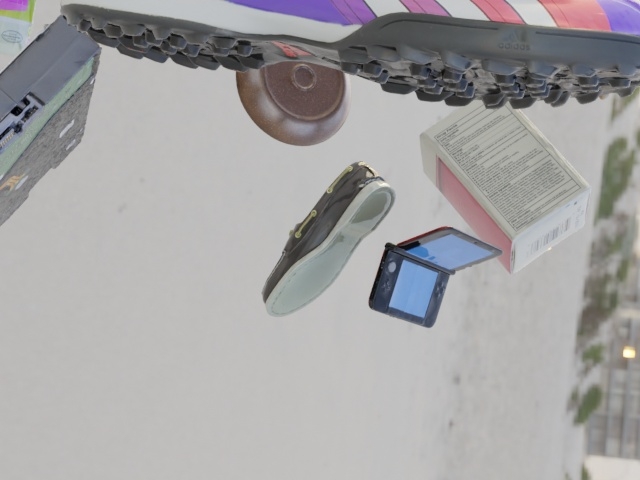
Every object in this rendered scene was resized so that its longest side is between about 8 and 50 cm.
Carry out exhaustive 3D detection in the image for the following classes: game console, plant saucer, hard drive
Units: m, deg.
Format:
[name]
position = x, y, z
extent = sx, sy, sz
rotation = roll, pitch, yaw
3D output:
[game console]
position = 0.144, 0.048, 1.499
extent = 0.144, 0.085, 0.124
rotation = 21, 85, -49
[plant saucer]
position = -0.032, -0.244, 1.844
extent = 0.036, 0.198, 0.199
rotation = -22, -122, 60
[hard drive]
position = -0.351, -0.095, 1.334
extent = 0.237, 0.064, 0.339
rotation = -51, -176, -18

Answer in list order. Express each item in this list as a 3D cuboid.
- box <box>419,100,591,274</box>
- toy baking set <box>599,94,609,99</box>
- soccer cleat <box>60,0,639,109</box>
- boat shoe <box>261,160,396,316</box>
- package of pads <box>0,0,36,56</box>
[box]
position = 0.277, -0.092, 1.835
extent = 0.232, 0.148, 0.127
rotation = 53, -10, 26
[toy baking set]
position = 0.373, -0.290, 1.711
extent = 0.256, 0.030, 0.197
rotation = 63, -2, 24
[soccer cleat]
position = 0.019, -0.139, 0.610
extent = 0.108, 0.318, 0.116
rotation = 21, 80, -70
[boat shoe]
position = 0.000, 0.000, 1.547
extent = 0.228, 0.069, 0.081
rotation = -48, 144, 11
[package of pads]
position = -0.540, -0.332, 1.719
extent = 0.296, 0.229, 0.101
rotation = 22, -77, 61
